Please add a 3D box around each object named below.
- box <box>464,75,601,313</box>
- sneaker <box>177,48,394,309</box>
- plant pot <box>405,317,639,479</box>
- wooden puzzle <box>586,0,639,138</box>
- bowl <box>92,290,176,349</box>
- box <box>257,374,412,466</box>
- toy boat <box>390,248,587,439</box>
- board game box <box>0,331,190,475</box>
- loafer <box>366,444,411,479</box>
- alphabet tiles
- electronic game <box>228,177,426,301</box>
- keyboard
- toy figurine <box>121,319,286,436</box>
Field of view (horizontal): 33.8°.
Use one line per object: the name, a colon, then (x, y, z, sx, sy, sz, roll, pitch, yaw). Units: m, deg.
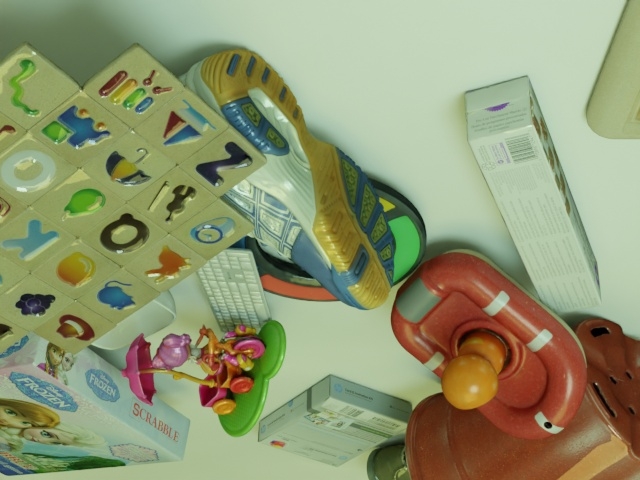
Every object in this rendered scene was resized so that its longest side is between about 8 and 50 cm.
box: (0.221, -0.033, 1.070, 0.067, 0.063, 0.324, -12, 142, 21)
sneaker: (-0.044, -0.046, 1.010, 0.131, 0.112, 0.296, -21, 117, 35)
plant pot: (0.292, 0.246, 1.311, 0.272, 0.272, 0.265, 24, 131, -28)
wooden puzzle: (0.373, -0.155, 0.908, 0.239, 0.044, 0.221, 4, 145, -2)
bowl: (-0.255, 0.065, 1.240, 0.142, 0.053, 0.142, -27, 136, 34)
box: (0.020, 0.264, 1.517, 0.145, 0.038, 0.186, 23, 139, -26)
toy boat: (0.175, 0.130, 1.137, 0.231, 0.151, 0.151, 39, 126, 0)
board game box: (-0.392, 0.219, 1.394, 0.318, 0.065, 0.318, -11, 144, 26)
loafer: (0.194, 0.372, 1.611, 0.251, 0.094, 0.087, 20, 145, -23)
alphabet tiles: (-0.228, -0.018, 0.898, 0.343, 0.011, 0.285, -34, 137, 16)
electronic game: (0.000, 0.000, 1.141, 0.229, 0.048, 0.229, 1, 144, 1)
keyboard: (-0.098, 0.062, 1.217, 0.072, 0.014, 0.256, 9, 156, 8)
toy figurine: (-0.149, 0.148, 1.245, 0.159, 0.130, 0.173, 13, 134, -30)
